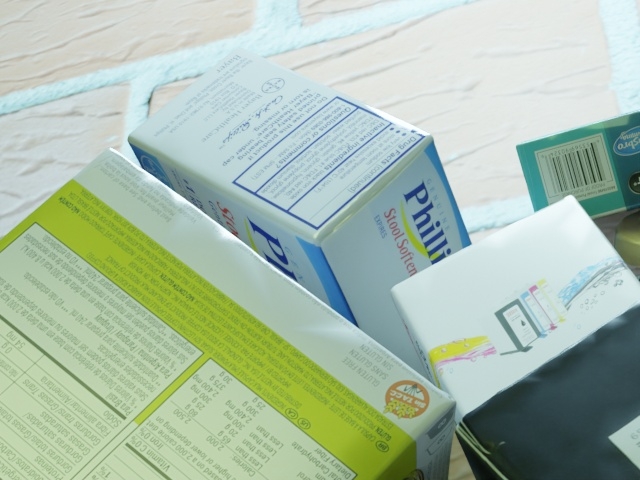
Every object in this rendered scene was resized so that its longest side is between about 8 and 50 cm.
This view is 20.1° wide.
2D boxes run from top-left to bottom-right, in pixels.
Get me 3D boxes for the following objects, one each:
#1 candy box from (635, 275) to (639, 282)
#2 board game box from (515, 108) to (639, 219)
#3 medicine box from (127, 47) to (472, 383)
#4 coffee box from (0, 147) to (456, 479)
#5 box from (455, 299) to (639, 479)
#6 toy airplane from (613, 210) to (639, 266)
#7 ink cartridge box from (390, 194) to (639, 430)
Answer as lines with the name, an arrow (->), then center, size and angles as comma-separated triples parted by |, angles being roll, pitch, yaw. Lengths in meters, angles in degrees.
candy box -> 0.241, 0.151, 1.508 | 0.159, 0.071, 0.233 | -21, 40, 4
board game box -> 0.314, -0.082, 1.581 | 0.254, 0.079, 0.336 | -15, 0, 11
medicine box -> 0.000, 0.000, 1.647 | 0.149, 0.263, 0.289 | -40, 41, -19
coffee box -> -0.138, 0.209, 1.348 | 0.338, 0.337, 0.334 | 36, 64, 22
box -> 0.288, 0.259, 1.102 | 0.212, 0.395, 0.293 | -32, 39, -9
toy airplane -> 0.465, 0.065, 1.381 | 0.384, 0.272, 0.386 | 2, 17, -22
ink cartridge box -> 0.186, 0.120, 1.378 | 0.168, 0.171, 0.232 | -26, 39, -1
